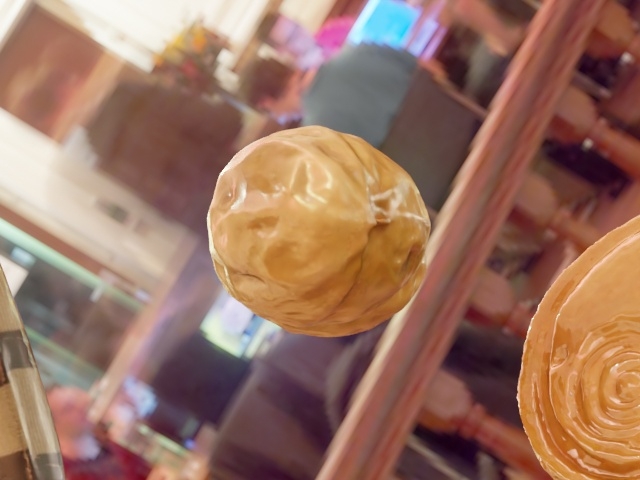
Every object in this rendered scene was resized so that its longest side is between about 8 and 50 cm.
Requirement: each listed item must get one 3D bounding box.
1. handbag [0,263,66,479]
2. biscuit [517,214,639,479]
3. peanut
[{"bbox_3d":[-0.282,0.118,1.139,0.162,0.325,0.327,-15,-9,-18],"label":"handbag"},{"bbox_3d":[0.206,0.066,0.789,0.202,0.044,0.288,-42,34,-3],"label":"biscuit"},{"bbox_3d":[0.000,0.000,0.844,0.098,0.103,0.229,-57,-6,-3],"label":"peanut"}]
